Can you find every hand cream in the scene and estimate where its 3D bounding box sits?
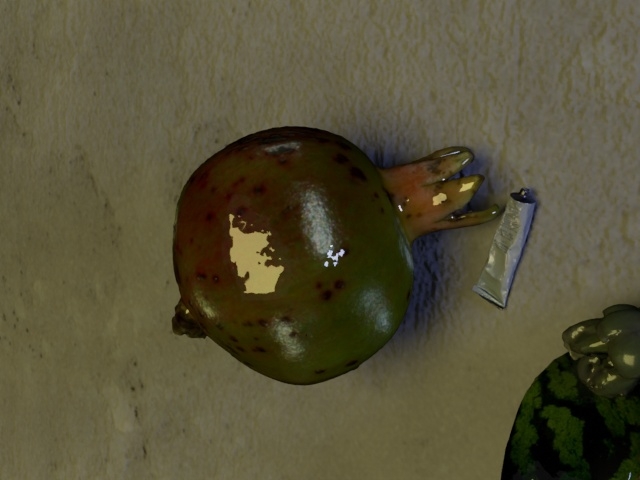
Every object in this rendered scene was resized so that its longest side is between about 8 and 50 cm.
[{"bbox_3d":[0.139,0.004,0.873,0.030,0.019,0.093,32,120,32],"label":"hand cream"}]

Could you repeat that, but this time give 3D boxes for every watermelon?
[{"bbox_3d":[0.198,0.149,0.807,0.135,0.125,0.094,24,140,18],"label":"watermelon"}]

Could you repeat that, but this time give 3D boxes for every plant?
[{"bbox_3d":[0.237,0.060,0.752,0.174,0.087,0.085,-20,43,31],"label":"plant"}]

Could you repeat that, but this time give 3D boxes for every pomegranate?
[{"bbox_3d":[0.006,0.008,0.879,0.246,0.198,0.198,-1,93,22],"label":"pomegranate"}]
